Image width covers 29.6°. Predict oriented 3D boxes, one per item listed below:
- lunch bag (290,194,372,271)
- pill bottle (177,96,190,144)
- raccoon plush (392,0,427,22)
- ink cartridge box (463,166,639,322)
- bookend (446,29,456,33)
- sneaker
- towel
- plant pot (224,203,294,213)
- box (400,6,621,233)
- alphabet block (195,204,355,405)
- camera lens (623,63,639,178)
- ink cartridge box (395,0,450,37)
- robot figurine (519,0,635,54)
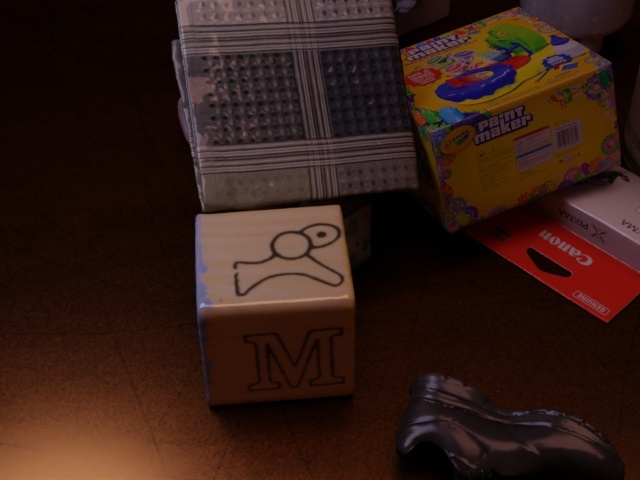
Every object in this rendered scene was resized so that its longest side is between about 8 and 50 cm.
[{"bbox_3d":[0.000,0.000,1.731,0.151,0.129,0.096,-32,51,-29],"label":"lunch bag"},{"bbox_3d":[-0.125,-0.215,1.973,0.193,0.108,0.108,-23,48,-21],"label":"pill bottle"},{"bbox_3d":[0.013,-0.483,2.103,0.446,0.216,0.299,31,76,29],"label":"raccoon plush"},{"bbox_3d":[0.392,-0.026,1.804,0.239,0.060,0.275,-34,53,-31],"label":"ink cartridge box"},{"bbox_3d":[0.214,-0.298,2.080,0.157,0.072,0.156,2,43,4],"label":"bookend"},{"bbox_3d":[0.226,0.265,1.485,0.286,0.109,0.130,13,55,24],"label":"sneaker"},{"bbox_3d":[-0.036,-0.199,1.665,0.324,0.056,0.312,-5,80,-17],"label":"towel"},{"bbox_3d":[-0.077,-0.159,1.815,0.237,0.237,0.254,14,85,15],"label":"plant pot"},{"bbox_3d":[0.250,-0.190,1.832,0.290,0.177,0.279,-22,33,-11],"label":"box"},{"bbox_3d":[-0.060,0.085,1.597,0.197,0.193,0.192,-3,45,-3],"label":"alphabet block"},{"bbox_3d":[0.580,-0.201,1.823,0.219,0.274,0.219,1,42,-1],"label":"camera lens"},{"bbox_3d":[0.119,-0.474,2.255,0.153,0.087,0.208,-29,50,-26],"label":"ink cartridge box"},{"bbox_3d":[0.451,-0.489,2.073,0.300,0.353,0.200,5,44,7],"label":"robot figurine"}]
